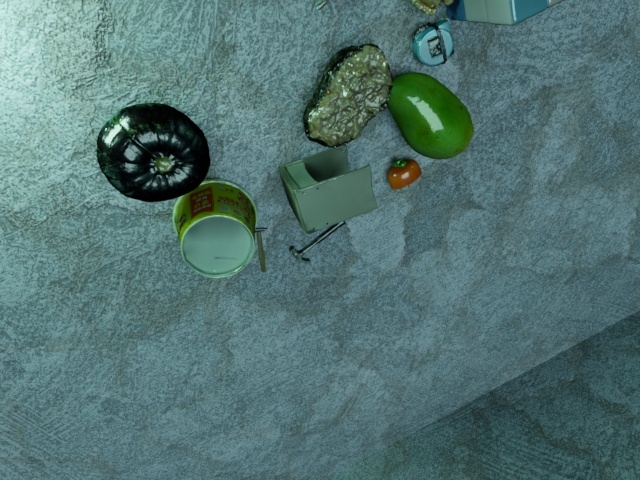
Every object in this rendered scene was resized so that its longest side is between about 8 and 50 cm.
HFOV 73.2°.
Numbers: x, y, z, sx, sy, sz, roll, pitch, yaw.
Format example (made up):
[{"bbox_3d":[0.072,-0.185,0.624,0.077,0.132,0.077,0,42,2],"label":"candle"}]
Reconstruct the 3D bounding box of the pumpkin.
[{"bbox_3d":[-0.498,-0.262,1.285,0.315,0.238,0.315,-21,137,-22],"label":"pumpkin"}]

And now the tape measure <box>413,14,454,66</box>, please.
[{"bbox_3d":[0.375,-0.653,1.437,0.125,0.081,0.146,-23,123,8],"label":"tape measure"}]

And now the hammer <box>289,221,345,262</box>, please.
[{"bbox_3d":[0.000,0.000,1.718,0.246,0.029,0.103,-36,123,2],"label":"hammer"}]

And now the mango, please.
[{"bbox_3d":[0.371,-0.427,1.494,0.382,0.201,0.225,31,115,-27],"label":"mango"}]

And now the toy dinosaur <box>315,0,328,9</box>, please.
[{"bbox_3d":[0.066,-0.812,1.259,0.242,0.053,0.167,-39,149,-9],"label":"toy dinosaur"}]

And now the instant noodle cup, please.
[{"bbox_3d":[-0.351,-0.031,1.459,0.311,0.221,0.311,-7,119,-13],"label":"instant noodle cup"}]

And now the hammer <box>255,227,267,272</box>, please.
[{"bbox_3d":[-0.226,0.039,1.672,0.062,0.013,0.198,-11,121,-12],"label":"hammer"}]

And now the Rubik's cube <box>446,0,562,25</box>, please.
[{"bbox_3d":[0.567,-0.858,1.225,0.344,0.347,0.346,-26,122,-4],"label":"Rubik's cube"}]

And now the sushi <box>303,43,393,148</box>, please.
[{"bbox_3d":[0.085,-0.455,1.389,0.211,0.171,0.350,34,108,-28],"label":"sushi"}]

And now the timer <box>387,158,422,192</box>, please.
[{"bbox_3d":[0.315,-0.257,1.636,0.136,0.099,0.136,-6,107,-19],"label":"timer"}]

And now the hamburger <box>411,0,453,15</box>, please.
[{"bbox_3d":[0.300,-0.807,1.295,0.262,0.131,0.124,26,143,-34],"label":"hamburger"}]

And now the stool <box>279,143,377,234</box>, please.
[{"bbox_3d":[0.021,-0.185,1.489,0.270,0.243,0.170,-20,123,-6],"label":"stool"}]
